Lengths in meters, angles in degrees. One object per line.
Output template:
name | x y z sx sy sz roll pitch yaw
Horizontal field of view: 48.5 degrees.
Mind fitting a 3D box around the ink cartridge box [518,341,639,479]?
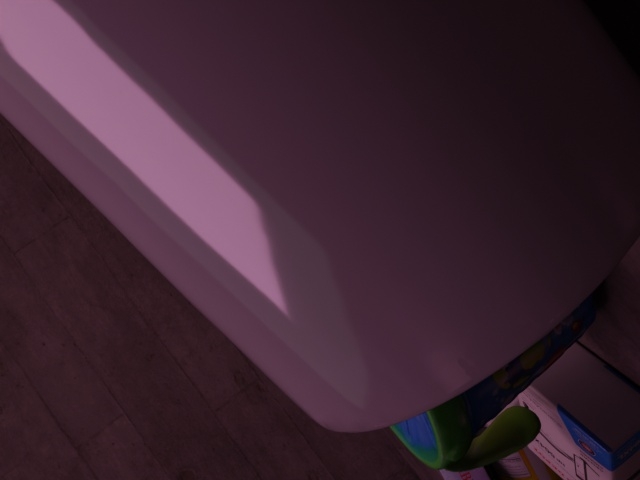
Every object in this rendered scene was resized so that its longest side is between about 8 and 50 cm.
ink cartridge box | 0.325 0.230 0.867 0.148 0.086 0.203 41 162 44

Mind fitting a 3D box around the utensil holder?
utensil holder | -0.023 -0.120 0.453 0.385 0.327 0.327 48 169 -8

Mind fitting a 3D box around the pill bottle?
pill bottle | 0.303 0.302 1.077 0.215 0.117 0.117 60 167 -26

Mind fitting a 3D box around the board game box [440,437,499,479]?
board game box | 0.209 0.289 1.179 0.318 0.065 0.319 62 -171 -8

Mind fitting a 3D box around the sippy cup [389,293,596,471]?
sippy cup | 0.148 0.077 0.740 0.240 0.224 0.306 52 164 32
